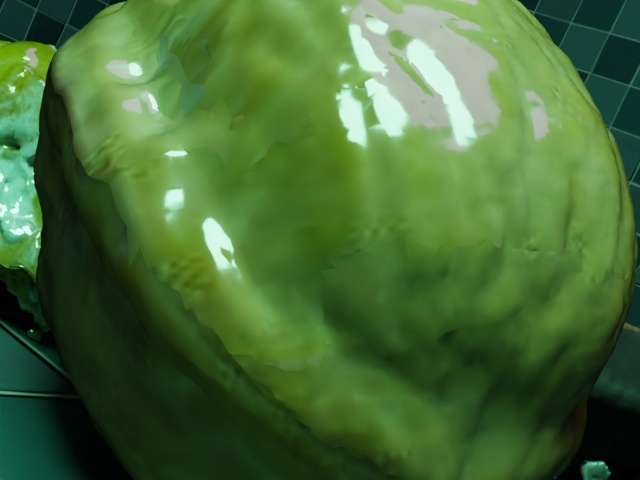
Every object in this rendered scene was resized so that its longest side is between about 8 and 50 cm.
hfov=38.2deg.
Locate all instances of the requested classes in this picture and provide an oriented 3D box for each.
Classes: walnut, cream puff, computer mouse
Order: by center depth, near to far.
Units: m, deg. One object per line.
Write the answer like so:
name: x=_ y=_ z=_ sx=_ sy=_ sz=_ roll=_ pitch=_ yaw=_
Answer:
walnut: x=0.002 y=0.002 z=0.476 sx=0.306 sy=0.306 sz=0.344 roll=22 pitch=30 yaw=-32
cream puff: x=-0.214 y=-0.041 z=0.664 sx=0.221 sy=0.194 sz=0.195 roll=29 pitch=4 yaw=-5
computer mouse: x=0.214 y=0.145 z=0.745 sx=0.323 sy=0.183 sz=0.116 roll=24 pitch=29 yaw=-26

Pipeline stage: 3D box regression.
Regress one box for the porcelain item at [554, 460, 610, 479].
porcelain item: x=0.191 y=0.195 z=0.684 sx=0.136 sy=0.075 sz=0.021 roll=25 pitch=7 yaw=-14
